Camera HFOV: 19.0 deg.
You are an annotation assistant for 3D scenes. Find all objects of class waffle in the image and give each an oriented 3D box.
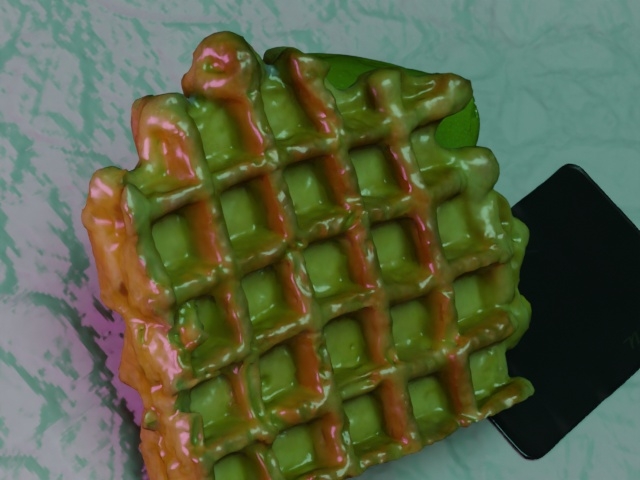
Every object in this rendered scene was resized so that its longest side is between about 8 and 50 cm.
[{"bbox_3d":[0.000,0.000,0.906,0.229,0.057,0.219,-22,103,-29],"label":"waffle"}]

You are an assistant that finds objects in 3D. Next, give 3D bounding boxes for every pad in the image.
[{"bbox_3d":[0.125,0.035,1.021,0.157,0.003,0.112,-37,81,-31],"label":"pad"}]

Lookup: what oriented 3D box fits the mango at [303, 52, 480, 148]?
[{"bbox_3d":[0.013,-0.058,0.985,0.165,0.074,0.091,-13,69,-24],"label":"mango"}]
